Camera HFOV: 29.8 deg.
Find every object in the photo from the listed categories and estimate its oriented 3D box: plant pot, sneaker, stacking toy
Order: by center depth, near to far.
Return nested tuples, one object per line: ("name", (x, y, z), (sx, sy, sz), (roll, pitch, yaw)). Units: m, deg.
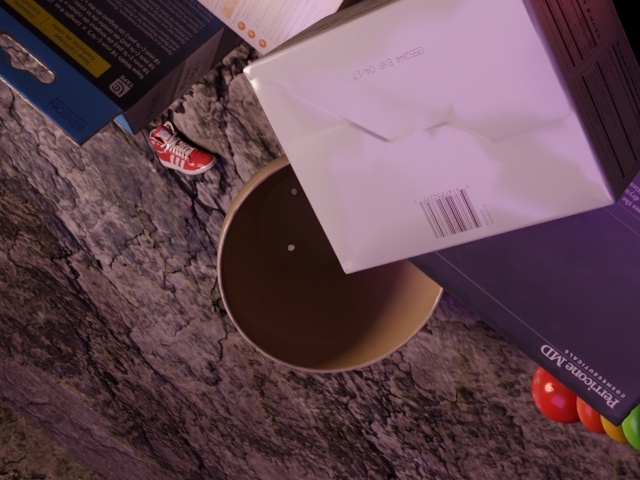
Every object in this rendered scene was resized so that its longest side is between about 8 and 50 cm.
("stacking toy", (0.392, 0.205, 1.437), (0.330, 0.141, 0.141), (7, 133, 49))
("plant pot", (0.000, 0.000, 1.525), (0.284, 0.284, 0.191), (57, 180, -22))
("sneaker", (-0.205, -0.136, 1.756), (0.118, 0.042, 0.067), (12, 140, 42))

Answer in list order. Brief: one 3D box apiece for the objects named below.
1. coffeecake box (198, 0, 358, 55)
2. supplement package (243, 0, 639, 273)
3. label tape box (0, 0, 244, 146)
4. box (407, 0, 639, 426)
("coffeecake box", (-0.054, -0.297, 1.348), (0.185, 0.068, 0.142), (40, 131, 4))
("supplement package", (0.111, -0.114, 0.990), (0.262, 0.145, 0.204), (-16, 107, 38))
("label tape box", (-0.262, -0.255, 1.405), (0.240, 0.333, 0.106), (41, 148, 4))
("box", (0.262, -0.058, 1.143), (0.343, 0.179, 0.312), (40, 130, 6))
